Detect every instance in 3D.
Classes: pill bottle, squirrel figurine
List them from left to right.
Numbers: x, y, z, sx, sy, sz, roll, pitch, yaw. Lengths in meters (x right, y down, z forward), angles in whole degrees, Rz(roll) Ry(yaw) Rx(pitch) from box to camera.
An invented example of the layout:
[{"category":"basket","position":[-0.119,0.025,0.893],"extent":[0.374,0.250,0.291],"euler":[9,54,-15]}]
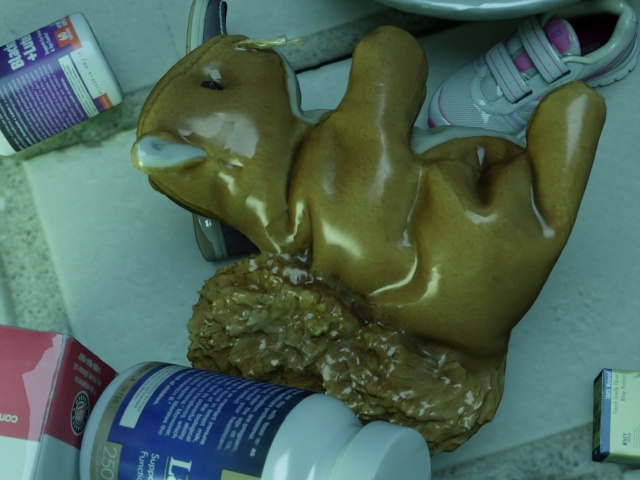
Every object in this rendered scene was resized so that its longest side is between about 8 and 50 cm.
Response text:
[{"category":"pill bottle","position":[-0.317,-0.156,1.266],"extent":[0.193,0.108,0.108],"euler":[-26,71,-5]},{"category":"pill bottle","position":[-0.053,0.192,0.981],"extent":[0.265,0.153,0.153],"euler":[6,71,29]},{"category":"squirrel figurine","position":[0.000,0.000,1.071],"extent":[0.371,0.281,0.397],"euler":[16,90,-6]}]

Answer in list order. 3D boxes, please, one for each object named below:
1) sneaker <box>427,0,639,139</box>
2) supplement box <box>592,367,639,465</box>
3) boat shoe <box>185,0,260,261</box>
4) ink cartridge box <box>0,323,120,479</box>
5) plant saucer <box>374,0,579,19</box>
[{"category":"sneaker","position":[0.221,-0.185,1.232],"extent":[0.252,0.111,0.103],"euler":[-32,72,-6]},{"category":"supplement box","position":[0.305,0.170,1.134],"extent":[0.083,0.056,0.083],"euler":[4,72,5]},{"category":"boat shoe","position":[-0.092,-0.120,1.245],"extent":[0.092,0.103,0.285],"euler":[-4,75,-2]},{"category":"ink cartridge box","position":[-0.291,0.284,1.024],"extent":[0.160,0.279,0.384],"euler":[7,72,8]},{"category":"plant saucer","position":[0.172,-0.354,1.271],"extent":[0.401,0.100,0.400],"euler":[-4,55,5]}]
